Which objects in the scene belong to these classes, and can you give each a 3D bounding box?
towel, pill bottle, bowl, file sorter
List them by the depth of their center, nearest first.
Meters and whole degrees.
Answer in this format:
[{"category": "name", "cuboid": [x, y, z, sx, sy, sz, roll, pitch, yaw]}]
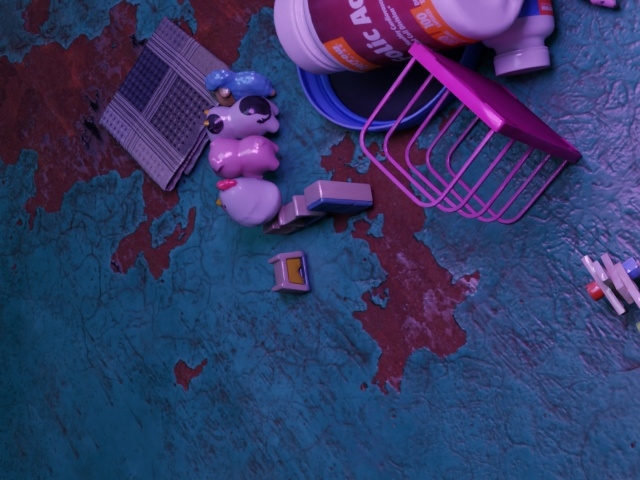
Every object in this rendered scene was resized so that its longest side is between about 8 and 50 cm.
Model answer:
[{"category": "file sorter", "cuboid": [0.233, -0.151, 1.402, 0.182, 0.291, 0.202, -53, 58, 21]}, {"category": "pill bottle", "cuboid": [0.113, -0.398, 1.433, 0.392, 0.224, 0.224, -5, 80, 50]}, {"category": "pill bottle", "cuboid": [0.321, -0.390, 1.464, 0.124, 0.124, 0.221, -8, 94, 34]}, {"category": "bowl", "cuboid": [0.129, -0.387, 1.640, 0.391, 0.077, 0.391, -6, 79, 35]}, {"category": "towel", "cuboid": [-0.338, -0.306, 1.985, 0.324, 0.056, 0.312, 44, 105, 34]}]

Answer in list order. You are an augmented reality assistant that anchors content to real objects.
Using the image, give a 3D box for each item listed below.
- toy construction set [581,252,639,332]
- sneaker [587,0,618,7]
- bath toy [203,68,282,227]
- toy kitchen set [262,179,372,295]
[{"category": "toy construction set", "cuboid": [0.532, 0.032, 1.244, 0.328, 0.151, 0.215, -37, 88, 34]}, {"category": "sneaker", "cuboid": [0.511, -0.511, 1.382, 0.131, 0.112, 0.319, 44, 115, 16]}, {"category": "bath toy", "cuboid": [-0.163, -0.182, 1.731, 0.151, 0.129, 0.348, -33, 49, 32]}, {"category": "toy kitchen set", "cuboid": [0.000, 0.000, 1.672, 0.207, 0.122, 0.166, -27, 67, 51]}]
